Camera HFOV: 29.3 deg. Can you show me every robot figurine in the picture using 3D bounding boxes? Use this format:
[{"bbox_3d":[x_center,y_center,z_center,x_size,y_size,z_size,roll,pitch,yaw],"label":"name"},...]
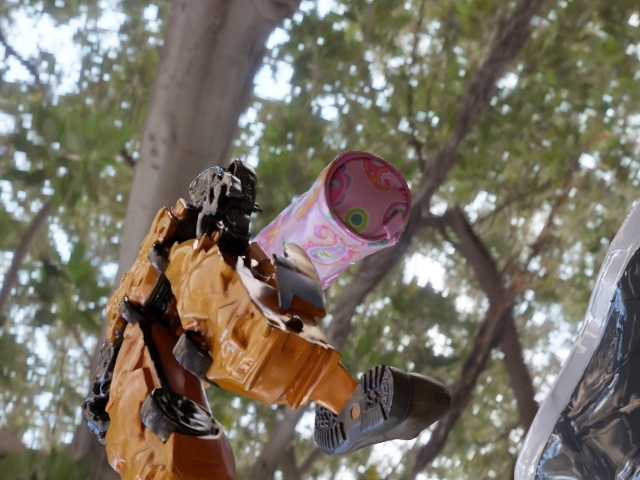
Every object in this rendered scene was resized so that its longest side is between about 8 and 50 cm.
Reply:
[{"bbox_3d":[-0.074,0.067,0.770,0.085,0.211,0.291,27,-169,-21],"label":"robot figurine"}]

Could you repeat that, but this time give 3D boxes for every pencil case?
[{"bbox_3d":[0.000,0.000,1.473,0.124,0.284,0.124,11,-117,-22],"label":"pencil case"}]

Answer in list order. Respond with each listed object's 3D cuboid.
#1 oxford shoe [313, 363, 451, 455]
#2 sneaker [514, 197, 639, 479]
[{"bbox_3d":[0.061,0.186,1.283,0.096,0.227,0.083,10,-106,-24],"label":"oxford shoe"},{"bbox_3d":[0.253,0.077,0.830,0.147,0.296,0.104,30,-161,29],"label":"sneaker"}]
